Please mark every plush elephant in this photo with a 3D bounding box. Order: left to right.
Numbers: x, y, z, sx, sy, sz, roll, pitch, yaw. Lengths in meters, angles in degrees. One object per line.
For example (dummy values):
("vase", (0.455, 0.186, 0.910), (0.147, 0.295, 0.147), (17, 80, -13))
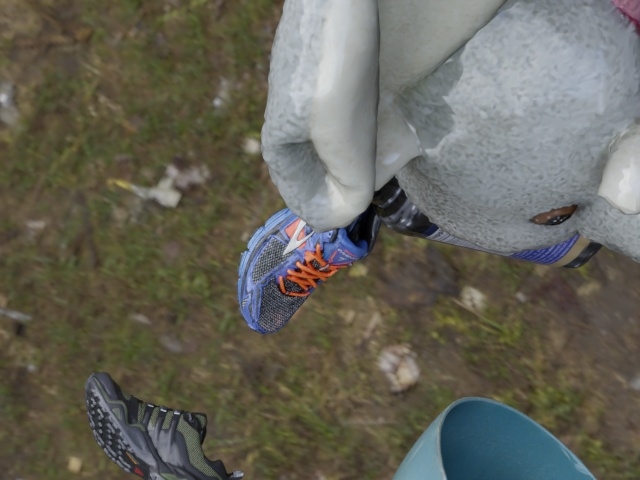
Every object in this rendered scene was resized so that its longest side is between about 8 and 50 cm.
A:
("plush elephant", (0.124, -0.067, 0.454), (0.330, 0.272, 0.255), (43, 116, 13))

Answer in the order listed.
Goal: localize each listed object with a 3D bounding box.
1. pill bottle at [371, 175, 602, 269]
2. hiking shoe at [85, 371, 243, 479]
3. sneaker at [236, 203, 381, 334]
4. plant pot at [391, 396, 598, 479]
("pill bottle", (0.115, -0.055, 1.179), (0.123, 0.219, 0.123), (-168, 90, -71))
("hiking shoe", (-0.201, 0.243, 1.886), (0.227, 0.114, 0.086), (47, 144, 18))
("sneaker", (0.000, 0.000, 1.428), (0.221, 0.083, 0.087), (-55, 43, 10))
("plant pot", (0.156, 0.325, 1.459), (0.195, 0.290, 0.290), (-44, 59, 26))
